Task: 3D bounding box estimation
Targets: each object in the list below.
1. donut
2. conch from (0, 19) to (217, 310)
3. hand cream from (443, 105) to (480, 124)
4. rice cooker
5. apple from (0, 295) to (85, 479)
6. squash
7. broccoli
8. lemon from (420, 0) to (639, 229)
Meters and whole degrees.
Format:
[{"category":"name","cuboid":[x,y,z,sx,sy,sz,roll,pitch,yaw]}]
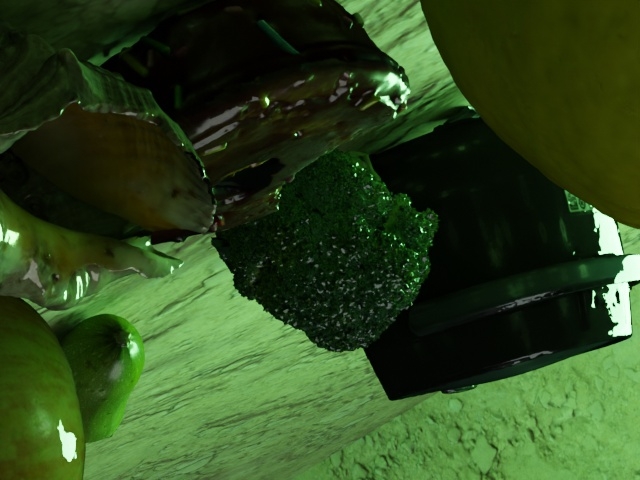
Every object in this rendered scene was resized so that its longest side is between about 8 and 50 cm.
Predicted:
[{"category":"donut","cuboid":[-0.068,-0.078,1.082,0.216,0.096,0.230,-12,162,-37]},{"category":"conch","cuboid":[-0.158,-0.031,0.917,0.178,0.163,0.245,-13,154,43]},{"category":"hand cream","cuboid":[0.147,-0.113,1.537,0.030,0.019,0.093,-32,159,35]},{"category":"rice cooker","cuboid":[0.145,0.012,1.504,0.267,0.224,0.267,-13,171,-2]},{"category":"apple","cuboid":[-0.303,0.158,1.244,0.264,0.264,0.264,-24,167,-6]},{"category":"squash","cuboid":[-0.218,0.121,1.623,0.095,0.095,0.188,-19,161,-26]},{"category":"broccoli","cuboid":[0.000,0.000,1.362,0.195,0.195,0.156,-32,-168,26]},{"category":"lemon","cuboid":[0.196,-0.161,0.755,0.348,0.348,0.348,-24,167,-6]}]
